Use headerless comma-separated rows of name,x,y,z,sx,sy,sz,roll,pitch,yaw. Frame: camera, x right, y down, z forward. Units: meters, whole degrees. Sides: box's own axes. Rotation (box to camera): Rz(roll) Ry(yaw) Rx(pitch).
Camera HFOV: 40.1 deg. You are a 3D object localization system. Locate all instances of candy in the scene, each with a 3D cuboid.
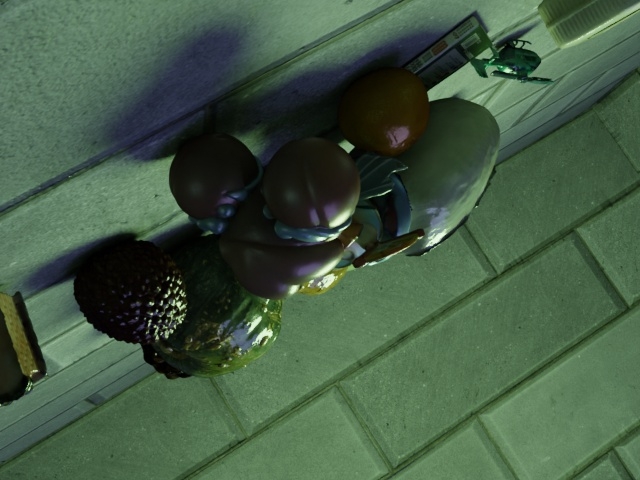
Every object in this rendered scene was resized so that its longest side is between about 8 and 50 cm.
candy,0.154,-0.129,1.636,0.386,0.186,0.427,-16,-155,48

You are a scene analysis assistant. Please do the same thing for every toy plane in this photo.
toy plane,0.385,-0.359,1.796,0.235,0.096,0.060,-4,153,-37

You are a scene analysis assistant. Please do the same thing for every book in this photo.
book,0.187,-0.299,1.589,0.264,0.027,0.202,-35,174,16

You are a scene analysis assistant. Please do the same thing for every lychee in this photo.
lychee,-0.317,0.095,1.491,0.188,0.188,0.188,-32,173,-4

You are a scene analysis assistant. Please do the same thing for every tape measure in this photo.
tape measure,0.545,-0.470,1.607,0.231,0.133,0.271,-29,179,42

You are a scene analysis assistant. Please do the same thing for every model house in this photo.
model house,-0.510,0.175,1.300,0.183,0.166,0.172,-21,176,-2

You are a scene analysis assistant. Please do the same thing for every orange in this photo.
orange,0.106,-0.207,1.435,0.159,0.136,0.159,-34,176,-3

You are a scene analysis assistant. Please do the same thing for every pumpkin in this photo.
pumpkin,-0.216,0.137,1.774,0.257,0.291,0.328,-52,-165,-24

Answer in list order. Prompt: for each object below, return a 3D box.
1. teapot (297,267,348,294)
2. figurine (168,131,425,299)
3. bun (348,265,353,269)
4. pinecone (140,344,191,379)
teapot,0.000,0.000,1.824,0.167,0.203,0.311,-10,-147,37
figurine,-0.012,-0.045,1.292,0.276,0.248,0.388,3,-168,29
bun,0.000,-0.006,2.265,0.283,0.179,0.283,-11,167,-3
pinecone,-0.328,0.216,2.112,0.224,0.224,0.272,-30,161,-22
